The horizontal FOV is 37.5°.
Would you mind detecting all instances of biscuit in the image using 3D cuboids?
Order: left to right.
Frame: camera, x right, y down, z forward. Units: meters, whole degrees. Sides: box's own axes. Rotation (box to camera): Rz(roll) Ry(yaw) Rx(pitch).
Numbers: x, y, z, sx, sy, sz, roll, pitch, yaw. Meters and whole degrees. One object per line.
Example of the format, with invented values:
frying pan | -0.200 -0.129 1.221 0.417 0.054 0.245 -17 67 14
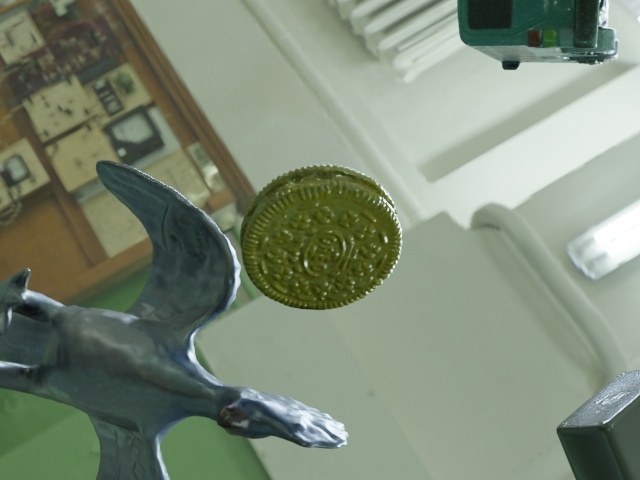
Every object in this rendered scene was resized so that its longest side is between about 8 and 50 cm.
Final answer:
biscuit | 0.000 0.000 0.482 0.023 0.084 0.084 -99 170 -50

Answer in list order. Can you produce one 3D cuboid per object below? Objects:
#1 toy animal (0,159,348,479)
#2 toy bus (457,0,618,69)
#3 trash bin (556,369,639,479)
toy animal | -0.111 0.080 0.528 0.176 0.239 0.255 23 -7 -27
toy bus | 0.212 -0.234 0.905 0.256 0.147 0.128 -21 113 -71
trash bin | 0.391 0.288 1.110 0.101 0.176 0.236 -20 -85 56
